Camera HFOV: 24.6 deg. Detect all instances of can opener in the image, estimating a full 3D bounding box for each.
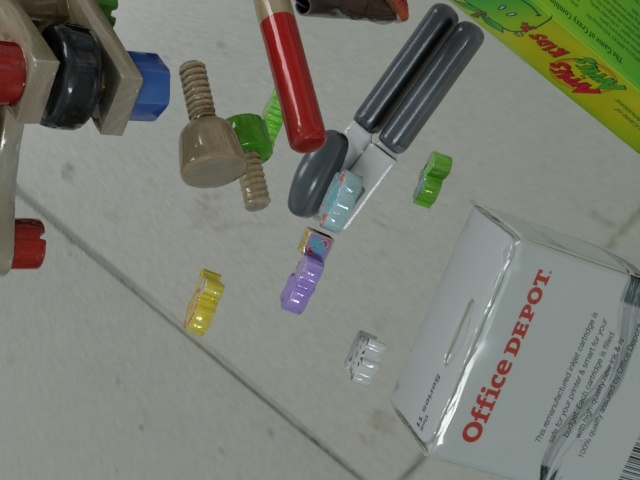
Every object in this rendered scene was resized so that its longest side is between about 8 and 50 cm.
[{"bbox_3d":[0.067,-0.134,1.613,0.076,0.095,0.283,40,102,21],"label":"can opener"}]

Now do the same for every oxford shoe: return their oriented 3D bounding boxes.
[{"bbox_3d":[0.020,-0.261,1.442,0.098,0.271,0.097,-21,78,13],"label":"oxford shoe"}]

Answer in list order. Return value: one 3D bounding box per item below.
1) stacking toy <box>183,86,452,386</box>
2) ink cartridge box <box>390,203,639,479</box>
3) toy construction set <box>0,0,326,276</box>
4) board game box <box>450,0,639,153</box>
[{"bbox_3d":[0.000,0.000,1.235,0.167,0.052,0.221,21,96,-13],"label":"stacking toy"},{"bbox_3d":[0.170,0.082,0.946,0.208,0.087,0.153,19,101,-20],"label":"ink cartridge box"},{"bbox_3d":[-0.171,-0.130,0.909,0.309,0.257,0.237,-8,65,-10],"label":"toy construction set"},{"bbox_3d":[0.133,-0.126,0.726,0.181,0.043,0.092,32,68,-35],"label":"board game box"}]
